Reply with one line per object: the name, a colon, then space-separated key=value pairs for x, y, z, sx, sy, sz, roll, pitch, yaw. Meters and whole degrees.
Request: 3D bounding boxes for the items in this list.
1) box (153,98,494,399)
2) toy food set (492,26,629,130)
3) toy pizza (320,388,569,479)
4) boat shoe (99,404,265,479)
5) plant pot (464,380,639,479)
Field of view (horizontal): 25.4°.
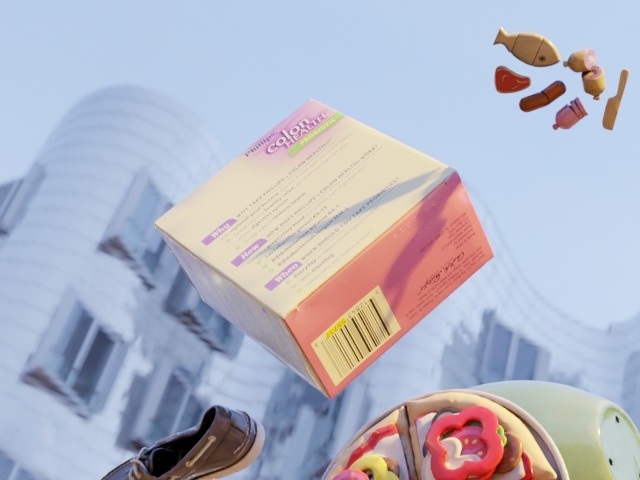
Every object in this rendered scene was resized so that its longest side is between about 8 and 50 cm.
box: x=0.000 y=0.000 z=1.364 sx=0.243 sy=0.213 sz=0.117 roll=32 pitch=-23 yaw=48
toy food set: x=0.206 y=-0.138 z=1.252 sx=0.122 sy=0.019 sz=0.078 roll=15 pitch=-77 yaw=7
toy pizza: x=0.071 y=0.189 z=0.947 sx=0.201 sy=0.201 sz=0.032 roll=-10 pitch=-34 yaw=29
boat shoe: x=-0.152 y=0.209 z=1.358 sx=0.206 sy=0.075 sz=0.065 roll=-27 pitch=-47 yaw=25
plant pot: x=0.314 y=0.304 z=1.861 sx=0.195 sy=0.290 sz=0.290 roll=-25 pitch=-57 yaw=32
